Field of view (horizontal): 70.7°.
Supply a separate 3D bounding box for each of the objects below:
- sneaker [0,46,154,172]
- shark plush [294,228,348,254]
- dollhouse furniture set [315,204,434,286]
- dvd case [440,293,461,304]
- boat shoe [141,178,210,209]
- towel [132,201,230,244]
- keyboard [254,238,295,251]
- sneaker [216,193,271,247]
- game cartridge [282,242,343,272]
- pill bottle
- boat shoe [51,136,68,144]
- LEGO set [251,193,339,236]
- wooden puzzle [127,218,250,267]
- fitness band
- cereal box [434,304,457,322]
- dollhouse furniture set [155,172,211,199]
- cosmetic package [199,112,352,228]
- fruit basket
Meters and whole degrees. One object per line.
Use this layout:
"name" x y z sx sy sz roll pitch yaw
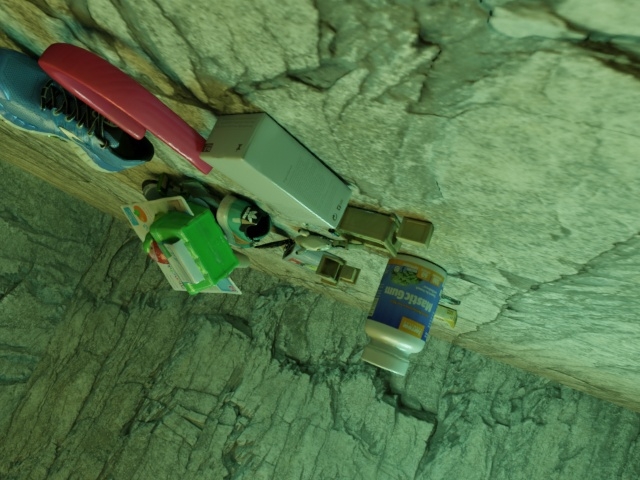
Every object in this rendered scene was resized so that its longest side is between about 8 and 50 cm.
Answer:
"sneaker" -0.431 -0.231 0.812 0.147 0.129 0.330 1 164 24
"shark plush" 0.000 0.000 1.277 0.162 0.073 0.067 -4 -179 18
"dollhouse furniture set" 0.111 0.036 0.874 0.182 0.160 0.101 17 168 28
"dvd case" 0.375 0.180 1.437 0.120 0.013 0.087 24 169 -4
"boat shoe" -0.446 -0.129 1.390 0.229 0.080 0.076 18 -157 -46
"towel" -0.414 -0.051 1.533 0.332 0.053 0.317 21 -173 15
"keyboard" -0.133 0.020 1.398 0.100 0.038 0.192 -10 -177 9
"sneaker" -0.198 -0.029 1.287 0.121 0.108 0.302 24 168 10
"game cartridge" -0.024 0.073 1.593 0.196 0.060 0.294 19 170 -8
"pill bottle" 0.200 0.183 1.114 0.153 0.271 0.152 21 169 4
"boat shoe" -0.587 -0.268 0.984 0.069 0.081 0.228 14 174 22
"LEGO set" -0.064 -0.086 0.978 0.244 0.060 0.182 27 175 21
"wooden puzzle" -0.459 -0.013 1.625 0.348 0.080 0.322 28 -171 27
"fitness band" -0.282 -0.197 0.704 0.209 0.054 0.291 26 173 34
"cereal box" 0.389 0.259 1.693 0.240 0.047 0.173 18 168 21
"dollhouse furniture set" -0.373 -0.156 1.243 0.152 0.058 0.076 -3 153 19
"cosmetic package" -0.065 -0.108 0.735 0.117 0.085 0.231 12 163 42
"fruit basket" -0.417 0.031 1.299 0.353 0.165 0.326 -5 120 37
